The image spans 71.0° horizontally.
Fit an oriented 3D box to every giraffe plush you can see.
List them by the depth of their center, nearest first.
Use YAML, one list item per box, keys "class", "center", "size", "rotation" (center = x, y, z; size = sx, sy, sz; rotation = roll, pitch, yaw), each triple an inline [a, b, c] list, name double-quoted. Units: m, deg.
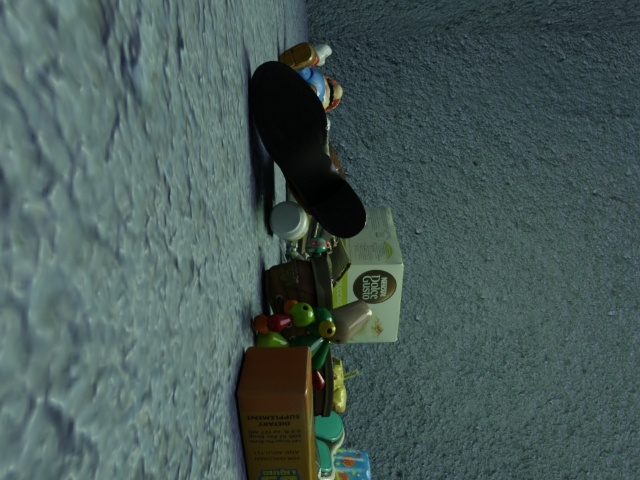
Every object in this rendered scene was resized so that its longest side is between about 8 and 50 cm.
- class: "giraffe plush"
  center: [0.002, 0.445, 1.397]
  size: [0.181, 0.210, 0.170]
  rotation: [52, 4, 36]

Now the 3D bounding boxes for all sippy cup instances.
- class: "sippy cup"
  center: [0.046, 0.757, 1.416]
  size: [0.306, 0.223, 0.240]
  rotation: [-91, 180, -65]

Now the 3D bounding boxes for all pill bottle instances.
- class: "pill bottle"
  center: [-0.054, -0.033, 0.765]
  size: [0.116, 0.065, 0.065]
  rotation: [90, -2, -87]

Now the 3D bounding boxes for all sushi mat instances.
- class: "sushi mat"
  center: [0.000, 0.000, 1.273]
  size: [0.151, 0.019, 0.317]
  rotation: [-54, -142, 31]

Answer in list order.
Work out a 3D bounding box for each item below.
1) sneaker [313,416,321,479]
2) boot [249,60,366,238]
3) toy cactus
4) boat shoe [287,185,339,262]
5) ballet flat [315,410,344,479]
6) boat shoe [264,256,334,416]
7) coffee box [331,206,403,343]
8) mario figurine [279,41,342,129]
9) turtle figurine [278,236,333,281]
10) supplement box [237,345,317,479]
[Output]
- class: "sneaker"
  center: [-0.043, 0.373, 0.849]
  size: [0.234, 0.078, 0.106]
  rotation: [168, -82, -87]
- class: "boot"
  center: [-0.034, -0.140, 0.719]
  size: [0.264, 0.096, 0.280]
  rotation: [52, -2, -17]
- class: "toy cactus"
  center: [-0.001, 0.140, 0.612]
  size: [0.112, 0.180, 0.219]
  rotation: [40, -34, 39]
- class: "boat shoe"
  center: [-0.017, -0.011, 1.140]
  size: [0.132, 0.130, 0.356]
  rotation: [-80, 168, -86]
- class: "ballet flat"
  center: [-0.022, 0.533, 1.107]
  size: [0.400, 0.139, 0.139]
  rotation: [31, 58, -84]
- class: "boat shoe"
  center: [-0.035, 0.167, 0.744]
  size: [0.111, 0.104, 0.308]
  rotation: [-112, -163, -66]
- class: "coffee box"
  center: [0.091, 0.115, 1.541]
  size: [0.338, 0.333, 0.338]
  rotation: [-90, 179, -55]
- class: "mario figurine"
  center: [-0.001, -0.385, 1.116]
  size: [0.198, 0.170, 0.320]
  rotation: [-56, 178, 12]
- class: "turtle figurine"
  center: [-0.031, 0.077, 0.951]
  size: [0.175, 0.117, 0.235]
  rotation: [-86, -179, -84]
- class: "supplement box"
  center: [-0.046, 0.238, 0.532]
  size: [0.080, 0.077, 0.234]
  rotation: [-90, 178, -61]
